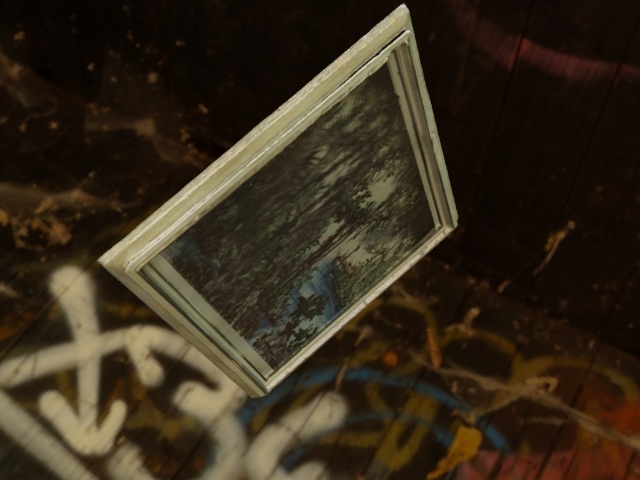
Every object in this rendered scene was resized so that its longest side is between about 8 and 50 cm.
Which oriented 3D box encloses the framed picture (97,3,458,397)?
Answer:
[{"bbox_3d":[0.000,0.000,0.418,0.011,0.142,0.183,46,-7,27],"label":"framed picture"}]
